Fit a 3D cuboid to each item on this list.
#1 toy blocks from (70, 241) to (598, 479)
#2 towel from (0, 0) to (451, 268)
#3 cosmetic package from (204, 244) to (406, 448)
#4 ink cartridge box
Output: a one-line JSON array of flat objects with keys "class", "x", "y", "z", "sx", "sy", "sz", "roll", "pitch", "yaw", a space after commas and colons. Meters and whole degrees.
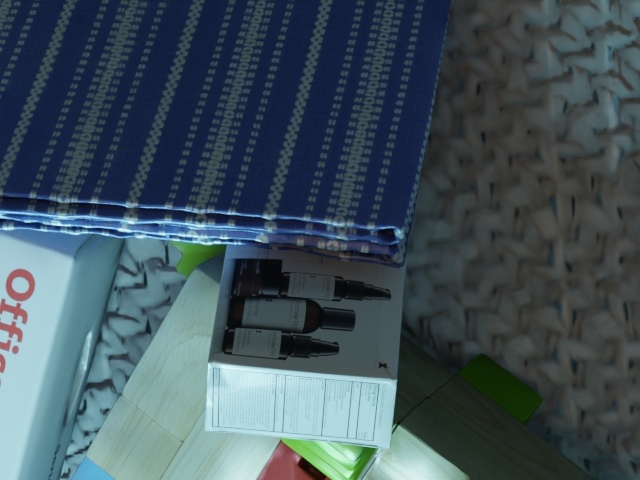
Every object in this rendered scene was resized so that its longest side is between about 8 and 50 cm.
[{"class": "toy blocks", "x": -0.002, "y": 0.188, "z": 1.176, "sx": 0.381, "sy": 0.191, "sz": 0.261, "roll": 37, "pitch": 114, "yaw": 11}, {"class": "towel", "x": -0.101, "y": -0.090, "z": 1.110, "sx": 0.336, "sy": 0.243, "sz": 0.040, "roll": 5, "pitch": 139, "yaw": 8}, {"class": "cosmetic package", "x": 0.000, "y": 0.000, "z": 1.088, "sx": 0.099, "sy": 0.239, "sz": 0.060, "roll": 6, "pitch": 135, "yaw": 0}, {"class": "ink cartridge box", "x": -0.280, "y": 0.047, "z": 1.189, "sx": 0.278, "sy": 0.117, "sz": 0.201, "roll": 17, "pitch": 104, "yaw": 4}]
